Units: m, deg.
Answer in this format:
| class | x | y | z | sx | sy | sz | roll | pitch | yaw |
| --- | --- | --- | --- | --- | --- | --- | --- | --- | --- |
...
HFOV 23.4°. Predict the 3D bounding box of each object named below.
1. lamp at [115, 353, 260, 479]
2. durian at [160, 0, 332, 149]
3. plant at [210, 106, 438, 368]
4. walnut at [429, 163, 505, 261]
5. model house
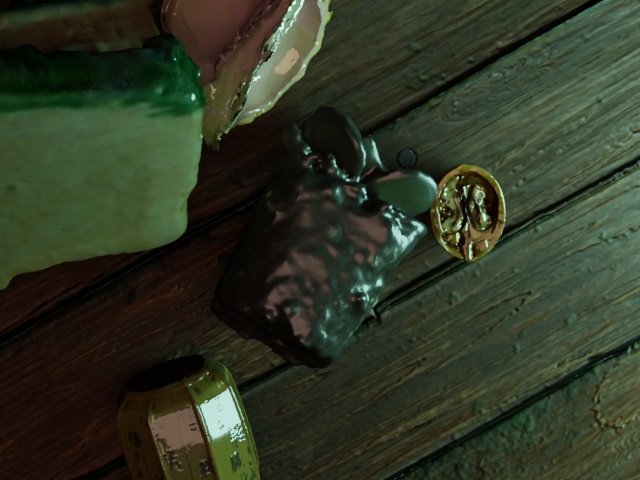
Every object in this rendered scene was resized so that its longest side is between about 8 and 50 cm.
| class | x | y | z | sx | sy | sz | roll | pitch | yaw |
| --- | --- | --- | --- | --- | --- | --- | --- | --- | --- |
| lamp | -0.158 | 0.241 | 1.849 | 0.161 | 0.161 | 0.185 | -18 | 102 | 0 |
| durian | -0.085 | -0.277 | 1.744 | 0.196 | 0.185 | 0.305 | 35 | 106 | 16 |
| plant | 0.000 | 0.000 | 1.789 | 0.199 | 0.188 | 0.276 | 29 | 80 | -4 |
| walnut | 0.173 | -0.038 | 1.858 | 0.091 | 0.052 | 0.121 | -4 | 105 | -4 |
| model house | -0.349 | -0.165 | 1.645 | 0.382 | 0.342 | 0.334 | -8 | 141 | -22 |
